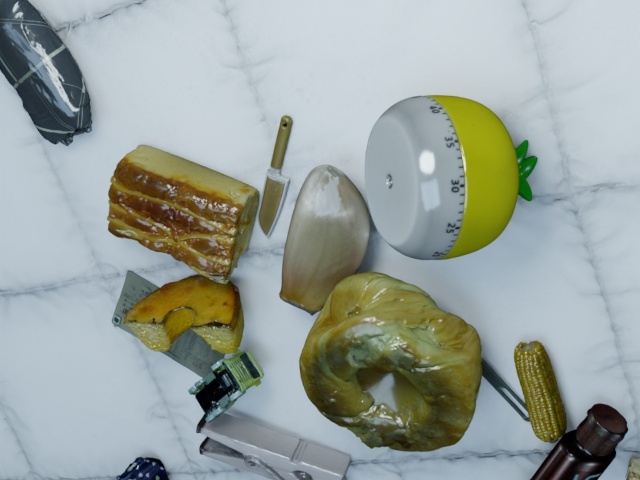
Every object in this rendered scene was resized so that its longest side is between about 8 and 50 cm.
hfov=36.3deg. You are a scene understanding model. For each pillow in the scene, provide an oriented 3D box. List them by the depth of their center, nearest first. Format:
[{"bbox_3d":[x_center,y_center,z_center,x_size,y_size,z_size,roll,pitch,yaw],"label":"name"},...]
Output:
[{"bbox_3d":[-0.550,-0.337,1.852,0.161,0.092,0.335,-23,103,36],"label":"pillow"}]

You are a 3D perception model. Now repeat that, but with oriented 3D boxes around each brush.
[{"bbox_3d":[0.305,0.236,1.804,0.266,0.027,0.062,48,125,-9],"label":"brush"}]

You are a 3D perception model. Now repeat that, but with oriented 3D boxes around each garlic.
[{"bbox_3d":[0.009,0.001,1.759,0.143,0.112,0.318,12,117,-6],"label":"garlic"}]

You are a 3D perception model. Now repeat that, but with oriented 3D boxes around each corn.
[{"bbox_3d":[0.396,0.272,1.751,0.068,0.068,0.207,-8,109,28],"label":"corn"}]

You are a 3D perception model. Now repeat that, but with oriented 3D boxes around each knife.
[{"bbox_3d":[-0.081,-0.112,1.797,0.046,0.022,0.256,21,122,9],"label":"knife"}]

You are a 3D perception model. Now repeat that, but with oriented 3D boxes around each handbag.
[{"bbox_3d":[-0.410,0.632,2.249,0.113,0.162,0.260,-2,117,24],"label":"handbag"}]

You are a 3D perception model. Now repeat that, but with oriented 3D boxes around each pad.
[{"bbox_3d":[-0.319,0.185,2.068,0.265,0.009,0.160,29,123,8],"label":"pad"}]

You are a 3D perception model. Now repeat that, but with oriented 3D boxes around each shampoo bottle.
[{"bbox_3d":[0.450,0.433,1.784,0.129,0.084,0.323,5,128,-29],"label":"shampoo bottle"}]

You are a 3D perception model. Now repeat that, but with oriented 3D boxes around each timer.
[{"bbox_3d":[0.230,-0.103,1.550,0.285,0.285,0.285,11,119,19],"label":"timer"}]

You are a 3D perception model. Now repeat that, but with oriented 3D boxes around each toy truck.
[{"bbox_3d":[-0.184,0.292,1.999,0.085,0.116,0.191,55,139,10],"label":"toy truck"}]

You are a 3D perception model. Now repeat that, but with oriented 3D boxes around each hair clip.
[{"bbox_3d":[-0.102,0.456,2.062,0.330,0.085,0.101,18,123,14],"label":"hair clip"}]

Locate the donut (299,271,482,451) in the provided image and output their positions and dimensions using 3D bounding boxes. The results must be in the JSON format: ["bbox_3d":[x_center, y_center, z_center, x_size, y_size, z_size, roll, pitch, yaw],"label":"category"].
[{"bbox_3d":[0.128,0.225,1.770,0.360,0.170,0.360,13,133,14],"label":"donut"}]

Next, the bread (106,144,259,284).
[{"bbox_3d":[-0.268,-0.054,1.859,0.274,0.114,0.185,23,122,14],"label":"bread"}]

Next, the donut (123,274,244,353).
[{"bbox_3d":[-0.242,0.141,1.934,0.259,0.152,0.101,-2,130,31],"label":"donut"}]

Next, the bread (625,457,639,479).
[{"bbox_3d":[0.588,0.433,1.746,0.083,0.076,0.070,9,107,20],"label":"bread"}]
